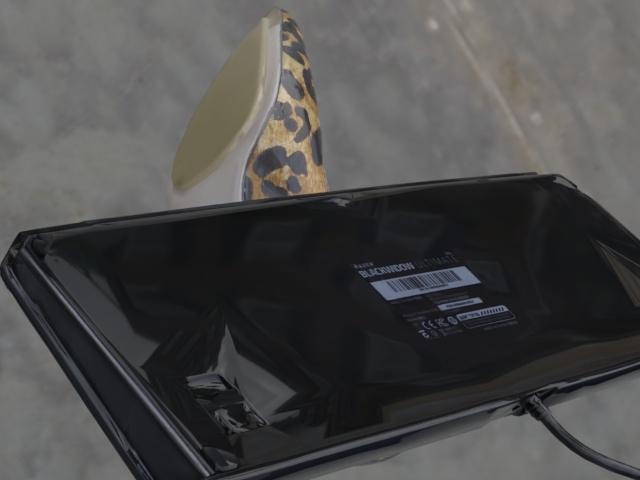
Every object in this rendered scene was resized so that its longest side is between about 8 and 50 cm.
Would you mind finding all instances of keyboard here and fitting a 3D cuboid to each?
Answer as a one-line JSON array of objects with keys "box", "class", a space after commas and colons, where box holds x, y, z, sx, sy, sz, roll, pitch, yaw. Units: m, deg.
[{"box": [0.058, 0.050, 0.555, 0.317, 0.033, 0.201, -9, 45, -46], "class": "keyboard"}]

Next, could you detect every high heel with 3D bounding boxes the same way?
[{"box": [0.000, 0.000, 0.927, 0.186, 0.093, 0.261, 30, 57, -32], "class": "high heel"}]
